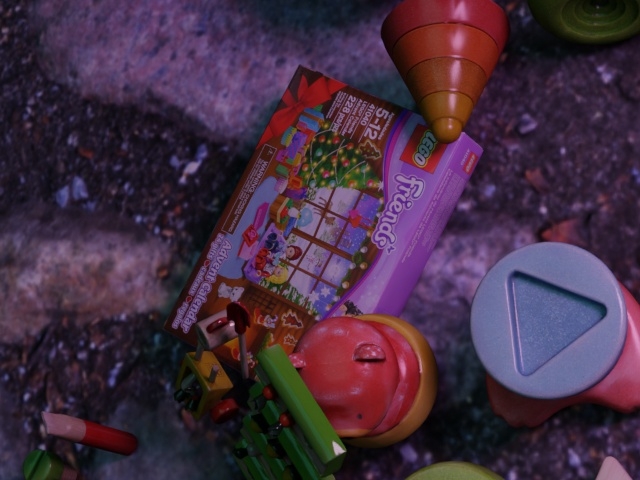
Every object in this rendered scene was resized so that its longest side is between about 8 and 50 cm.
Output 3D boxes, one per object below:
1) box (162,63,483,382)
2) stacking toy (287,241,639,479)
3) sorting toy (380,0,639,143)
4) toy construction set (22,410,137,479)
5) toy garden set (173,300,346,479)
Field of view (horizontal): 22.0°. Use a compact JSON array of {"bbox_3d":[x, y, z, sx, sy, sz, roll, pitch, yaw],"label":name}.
[{"bbox_3d":[0.000,0.000,1.559,0.201,0.057,0.293,25,87,31],"label":"box"},{"bbox_3d":[0.133,0.154,1.364,0.309,0.130,0.279,-20,72,14],"label":"stacking toy"},{"bbox_3d":[0.223,-0.168,1.440,0.365,0.127,0.126,-13,57,25],"label":"sorting toy"},{"bbox_3d":[-0.263,0.309,1.497,0.257,0.237,0.309,-7,71,26],"label":"toy construction set"},{"bbox_3d":[-0.067,0.154,1.431,0.049,0.244,0.204,-26,68,-20],"label":"toy garden set"}]
